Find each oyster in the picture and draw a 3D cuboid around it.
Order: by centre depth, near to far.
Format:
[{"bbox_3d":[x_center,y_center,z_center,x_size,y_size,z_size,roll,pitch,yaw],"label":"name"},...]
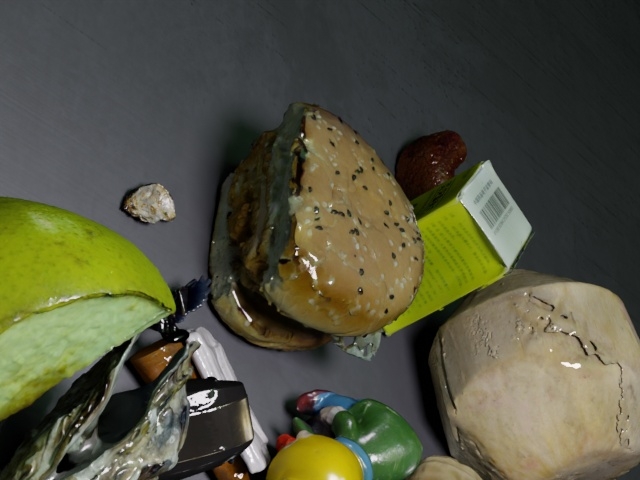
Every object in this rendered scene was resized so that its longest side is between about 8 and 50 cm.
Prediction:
[{"bbox_3d":[-0.229,0.229,1.045,0.162,0.158,0.351,84,29,-68],"label":"oyster"},{"bbox_3d":[-0.213,-0.043,1.408,0.083,0.019,0.054,-13,79,-58],"label":"oyster"}]

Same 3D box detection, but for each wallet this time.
[{"bbox_3d":[-0.106,0.183,1.333,0.124,0.032,0.183,51,14,-85],"label":"wallet"}]

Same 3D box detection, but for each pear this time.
[{"bbox_3d":[-0.311,0.032,1.010,0.239,0.288,0.139,48,-15,35],"label":"pear"}]

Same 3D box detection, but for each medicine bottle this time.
[{"bbox_3d":[0.167,0.011,1.669,0.141,0.250,0.137,54,35,-7],"label":"medicine bottle"}]

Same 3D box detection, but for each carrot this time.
[{"bbox_3d":[-0.137,0.207,1.300,0.209,0.061,0.061,60,33,-9],"label":"carrot"}]

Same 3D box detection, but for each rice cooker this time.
[{"bbox_3d":[-0.152,0.199,1.209,0.165,0.112,0.106,-20,97,-22],"label":"rice cooker"}]

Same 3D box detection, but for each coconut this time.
[{"bbox_3d":[0.325,0.197,1.696,0.352,0.352,0.352,32,43,-37],"label":"coconut"}]

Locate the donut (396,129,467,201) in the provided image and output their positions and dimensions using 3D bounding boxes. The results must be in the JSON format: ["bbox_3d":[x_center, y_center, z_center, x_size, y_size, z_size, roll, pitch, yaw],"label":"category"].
[{"bbox_3d":[0.216,-0.080,1.922,0.141,0.085,0.217,-29,88,-44],"label":"donut"}]

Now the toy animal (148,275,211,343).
[{"bbox_3d":[-0.192,0.078,1.284,0.220,0.108,0.062,-20,109,-47],"label":"toy animal"}]

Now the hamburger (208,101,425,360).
[{"bbox_3d":[0.000,0.000,1.508,0.277,0.195,0.318,30,47,-36],"label":"hamburger"}]

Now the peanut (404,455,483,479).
[{"bbox_3d":[0.211,0.403,1.517,0.298,0.136,0.120,43,32,-20],"label":"peanut"}]

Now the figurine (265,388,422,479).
[{"bbox_3d":[-0.007,0.261,1.348,0.234,0.185,0.127,-26,131,-41],"label":"figurine"}]
